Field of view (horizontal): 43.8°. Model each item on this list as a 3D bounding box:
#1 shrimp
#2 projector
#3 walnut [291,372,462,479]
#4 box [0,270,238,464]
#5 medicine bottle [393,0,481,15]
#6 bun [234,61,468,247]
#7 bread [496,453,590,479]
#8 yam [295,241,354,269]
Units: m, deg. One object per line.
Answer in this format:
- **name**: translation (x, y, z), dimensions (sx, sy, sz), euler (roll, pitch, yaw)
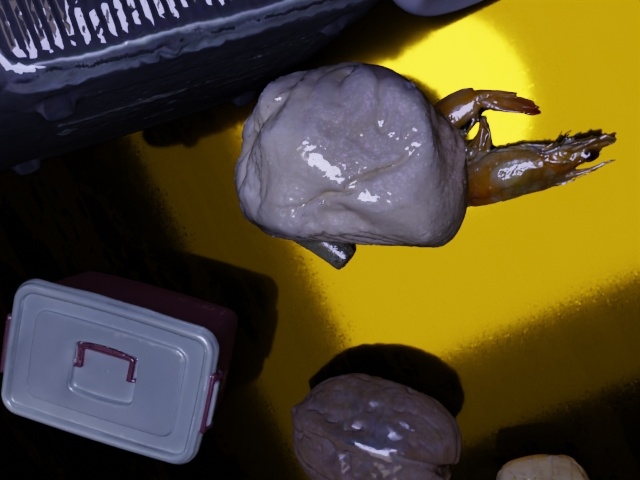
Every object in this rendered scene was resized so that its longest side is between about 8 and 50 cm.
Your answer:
- **shrimp**: translation (0.232, -0.116, 0.981), dimensions (0.248, 0.068, 0.150), euler (0, 97, 18)
- **projector**: translation (-0.185, -0.243, 0.798), dimensions (0.395, 0.405, 0.242), euler (-22, 95, -25)
- **walnut**: translation (0.063, 0.263, 1.034), dimensions (0.230, 0.178, 0.178), euler (19, 103, 20)
- **box**: translation (-0.258, 0.153, 1.075), dimensions (0.294, 0.167, 0.193), euler (15, 104, 8)
- **medicine bottle**: translation (0.132, -0.428, 0.851), dimensions (0.245, 0.245, 0.306), euler (-25, 87, 15)
- **bun**: translation (0.042, -0.096, 0.905), dimensions (0.281, 0.281, 0.205), euler (4, 92, 11)
- **bread**: translation (0.305, 0.395, 1.034), dimensions (0.140, 0.106, 0.236), euler (-12, 98, 12)
- **yam**: translation (0.000, 0.000, 1.059), dimensions (0.094, 0.043, 0.043), euler (31, 105, 6)
